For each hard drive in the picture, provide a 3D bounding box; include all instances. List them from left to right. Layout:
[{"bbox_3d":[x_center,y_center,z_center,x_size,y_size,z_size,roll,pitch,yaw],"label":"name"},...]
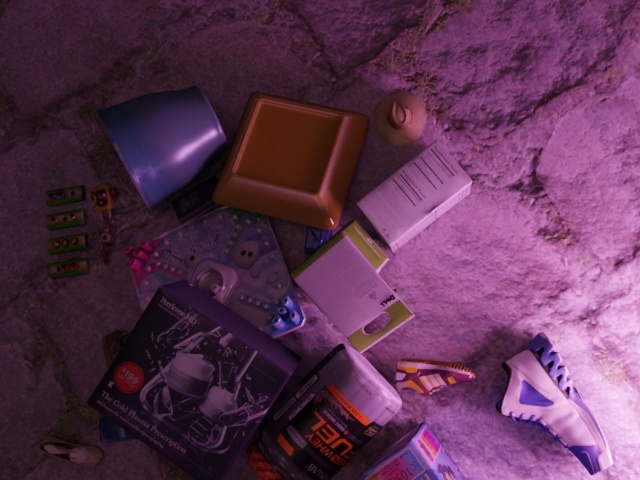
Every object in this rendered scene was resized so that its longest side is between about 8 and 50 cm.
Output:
[{"bbox_3d":[-0.314,-0.106,1.826,0.135,0.022,0.094,-32,44,-1],"label":"hard drive"}]

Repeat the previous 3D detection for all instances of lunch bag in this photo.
[{"bbox_3d":[0.000,0.000,1.759,0.065,0.067,0.098,6,85,12],"label":"lunch bag"}]

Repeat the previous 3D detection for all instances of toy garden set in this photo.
[{"bbox_3d":[-0.641,-0.033,1.888,0.204,0.049,0.244,-9,80,9],"label":"toy garden set"}]

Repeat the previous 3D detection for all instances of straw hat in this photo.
[{"bbox_3d":[0.199,-0.316,1.776,0.145,0.061,0.144,-2,81,10],"label":"straw hat"}]

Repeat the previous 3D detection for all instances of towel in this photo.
[{"bbox_3d":[-0.504,0.476,1.795,0.120,0.029,0.067,-10,79,9],"label":"towel"}]

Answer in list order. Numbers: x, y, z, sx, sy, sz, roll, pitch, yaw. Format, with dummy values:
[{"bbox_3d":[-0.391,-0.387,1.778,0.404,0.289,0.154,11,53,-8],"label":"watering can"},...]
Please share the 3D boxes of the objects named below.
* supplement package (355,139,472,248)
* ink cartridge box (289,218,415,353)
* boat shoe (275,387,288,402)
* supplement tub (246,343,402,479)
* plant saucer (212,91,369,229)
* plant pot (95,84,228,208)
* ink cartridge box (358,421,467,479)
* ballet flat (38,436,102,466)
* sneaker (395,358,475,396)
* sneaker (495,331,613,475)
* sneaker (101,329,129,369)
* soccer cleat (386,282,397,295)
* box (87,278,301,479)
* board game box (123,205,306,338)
[{"bbox_3d":[0.226,-0.103,1.699,0.244,0.139,0.134,-38,78,1],"label":"supplement package"},{"bbox_3d":[0.084,0.110,1.663,0.189,0.097,0.255,-40,91,29],"label":"ink cartridge box"},{"bbox_3d":[-0.191,0.326,1.734,0.258,0.109,0.089,33,79,29],"label":"boat shoe"},{"bbox_3d":[0.005,0.419,1.623,0.338,0.207,0.207,-46,77,1],"label":"supplement tub"},{"bbox_3d":[-0.078,-0.222,1.766,0.333,0.081,0.332,14,72,12],"label":"plant saucer"},{"bbox_3d":[-0.383,-0.255,1.781,0.255,0.271,0.271,-28,77,-10],"label":"plant pot"},{"bbox_3d":[0.273,0.609,1.513,0.151,0.270,0.395,-36,77,8],"label":"ink cartridge box"},{"bbox_3d":[-0.640,0.542,1.797,0.168,0.052,0.057,8,83,11],"label":"ballet flat"},{"bbox_3d":[0.270,0.329,1.666,0.186,0.069,0.083,5,91,17],"label":"sneaker"},{"bbox_3d":[0.502,0.386,1.592,0.182,0.127,0.315,-29,71,8],"label":"sneaker"},{"bbox_3d":[-0.498,0.319,1.799,0.071,0.066,0.188,-24,78,5],"label":"sneaker"},{"bbox_3d":[0.108,0.107,1.730,0.179,0.060,0.072,39,98,12],"label":"soccer cleat"},{"bbox_3d":[-0.274,0.310,1.578,0.343,0.179,0.312,33,94,4],"label":"box"},{"bbox_3d":[-0.278,0.107,1.759,0.390,0.050,0.389,-25,65,6],"label":"board game box"}]
